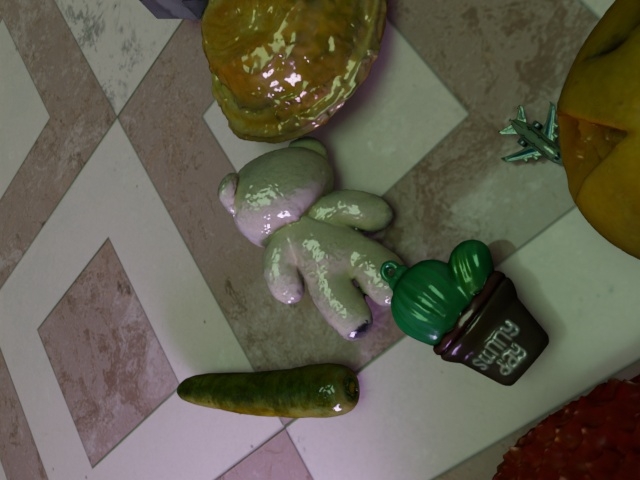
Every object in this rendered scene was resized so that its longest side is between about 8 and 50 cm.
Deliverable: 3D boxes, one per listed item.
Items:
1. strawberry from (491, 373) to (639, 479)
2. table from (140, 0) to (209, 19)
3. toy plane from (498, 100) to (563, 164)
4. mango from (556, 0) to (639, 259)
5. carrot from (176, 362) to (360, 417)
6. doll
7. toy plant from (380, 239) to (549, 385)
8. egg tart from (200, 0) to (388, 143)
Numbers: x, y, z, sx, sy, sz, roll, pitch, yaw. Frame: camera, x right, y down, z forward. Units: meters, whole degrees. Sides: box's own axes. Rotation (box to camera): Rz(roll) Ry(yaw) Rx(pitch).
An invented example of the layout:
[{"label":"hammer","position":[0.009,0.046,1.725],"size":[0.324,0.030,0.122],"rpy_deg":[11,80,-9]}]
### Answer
[{"label":"strawberry","position":[0.316,0.215,0.473],"size":[0.343,0.292,0.292],"rpy_deg":[-2,89,51]},{"label":"table","position":[-0.188,-0.425,0.878],"size":[0.175,0.062,0.146],"rpy_deg":[16,77,36]},{"label":"toy plane","position":[0.244,-0.113,0.632],"size":[0.083,0.033,0.080],"rpy_deg":[45,113,18]},{"label":"mango","position":[0.350,-0.148,0.462],"size":[0.253,0.182,0.364],"rpy_deg":[22,94,8]},{"label":"carrot","position":[-0.100,0.228,0.848],"size":[0.359,0.074,0.074],"rpy_deg":[-12,84,35]},{"label":"doll","position":[-0.004,0.003,0.765],"size":[0.278,0.175,0.149],"rpy_deg":[52,154,14]},{"label":"toy plant","position":[0.158,0.071,0.642],"size":[0.200,0.105,0.143],"rpy_deg":[39,113,19]},{"label":"egg tart","position":[-0.060,-0.291,0.766],"size":[0.319,0.128,0.318],"rpy_deg":[-5,80,32]}]
